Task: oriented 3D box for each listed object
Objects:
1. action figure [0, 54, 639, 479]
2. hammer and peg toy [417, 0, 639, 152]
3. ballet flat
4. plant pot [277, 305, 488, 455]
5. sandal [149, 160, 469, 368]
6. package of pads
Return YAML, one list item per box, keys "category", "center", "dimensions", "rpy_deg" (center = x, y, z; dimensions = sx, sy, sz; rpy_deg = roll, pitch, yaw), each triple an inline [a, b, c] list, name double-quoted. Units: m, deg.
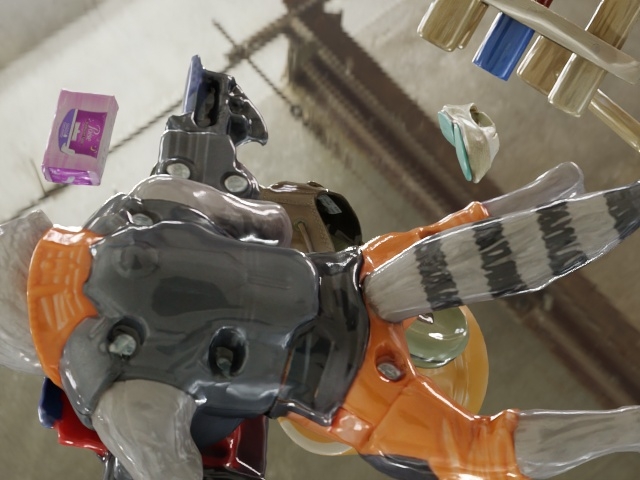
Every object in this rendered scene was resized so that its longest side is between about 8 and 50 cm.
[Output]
- category: "action figure"
  center: [-0.015, 0.003, 0.679]
  dimensions: [0.330, 0.178, 0.341]
  rpy_deg: [-2, -124, -6]
- category: "hammer and peg toy"
  center: [0.185, -0.220, 1.301]
  dimensions: [0.266, 0.361, 0.127]
  rpy_deg: [42, -73, 48]
- category: "ballet flat"
  center: [0.166, -0.113, 1.490]
  dimensions: [0.052, 0.057, 0.168]
  rpy_deg: [-13, -153, -1]
- category: "plant pot"
  center: [0.048, 0.145, 1.481]
  dimensions: [0.205, 0.188, 0.205]
  rpy_deg: [4, -82, 32]
- category: "sandal"
  center: [0.001, 0.000, 1.135]
  dimensions: [0.302, 0.086, 0.120]
  rpy_deg: [26, -144, -13]
- category: "package of pads"
  center: [-0.203, -0.088, 1.174]
  dimensions: [0.050, 0.032, 0.083]
  rpy_deg: [6, -118, 4]
